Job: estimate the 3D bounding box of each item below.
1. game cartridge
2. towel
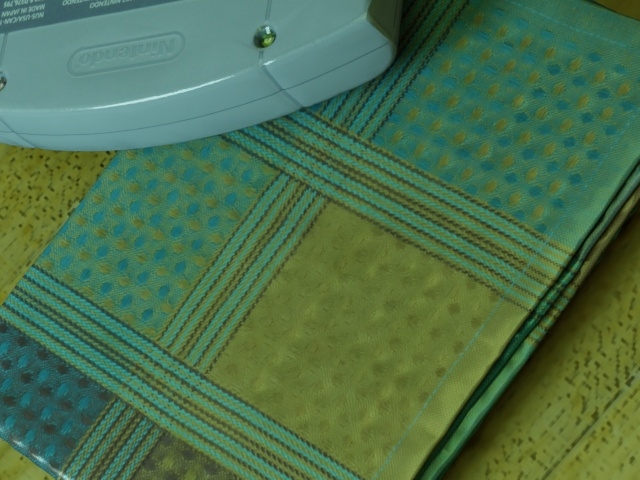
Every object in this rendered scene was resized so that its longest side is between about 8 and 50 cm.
[{"bbox_3d":[-0.084,-0.147,1.081,0.294,0.060,0.196,-6,58,29],"label":"game cartridge"},{"bbox_3d":[0.000,0.000,1.037,0.271,0.040,0.370,33,84,28],"label":"towel"}]
